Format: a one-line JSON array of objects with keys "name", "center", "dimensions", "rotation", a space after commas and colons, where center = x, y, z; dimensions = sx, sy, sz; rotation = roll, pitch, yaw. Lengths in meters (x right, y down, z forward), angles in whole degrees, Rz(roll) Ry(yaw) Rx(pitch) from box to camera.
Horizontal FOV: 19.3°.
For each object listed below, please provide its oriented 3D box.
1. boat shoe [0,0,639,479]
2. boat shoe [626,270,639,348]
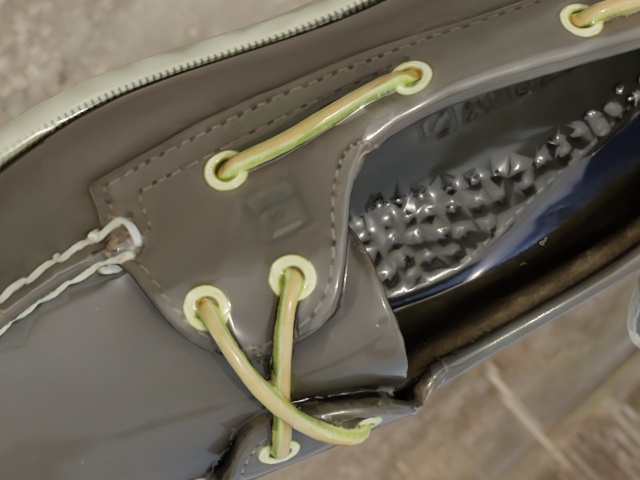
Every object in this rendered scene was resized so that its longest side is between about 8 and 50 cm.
[{"name": "boat shoe", "center": [0.000, 0.000, 0.367], "dimensions": [0.228, 0.068, 0.081], "rotation": [-33, 127, -13]}, {"name": "boat shoe", "center": [0.170, 0.025, 0.691], "dimensions": [0.105, 0.306, 0.113], "rotation": [-54, -163, 18]}]
